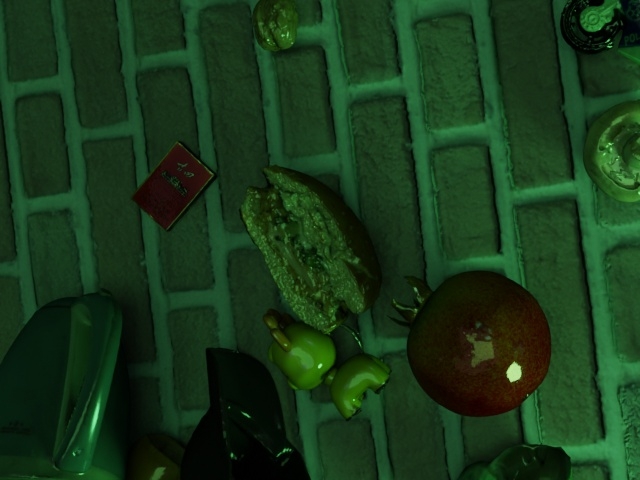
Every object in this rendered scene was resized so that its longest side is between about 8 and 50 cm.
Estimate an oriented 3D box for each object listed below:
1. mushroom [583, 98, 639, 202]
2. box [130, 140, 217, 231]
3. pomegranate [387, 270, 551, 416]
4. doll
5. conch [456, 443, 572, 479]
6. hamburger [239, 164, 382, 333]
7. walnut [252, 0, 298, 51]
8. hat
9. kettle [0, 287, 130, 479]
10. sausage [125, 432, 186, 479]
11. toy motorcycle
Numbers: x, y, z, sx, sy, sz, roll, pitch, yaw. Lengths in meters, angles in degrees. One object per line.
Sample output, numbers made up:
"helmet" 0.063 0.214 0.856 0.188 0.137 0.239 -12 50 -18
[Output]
"mushroom" 0.469 -0.133 1.575 0.154 0.122 0.154 1 95 7
"box" -0.250 -0.092 1.798 0.090 0.023 0.133 44 101 7
"pomegranate" 0.222 0.144 1.592 0.257 0.221 0.221 34 99 13
"doll" -0.004 0.186 1.692 0.221 0.143 0.135 40 102 2
"conch" 0.289 0.398 1.632 0.188 0.122 0.176 6 72 11
"hamburger" 0.000 0.000 1.674 0.144 0.156 0.283 -38 76 31
"walnut" -0.073 -0.358 1.721 0.079 0.082 0.096 -9 81 43
"hat" -0.161 0.350 1.697 0.209 0.238 0.336 -31 69 21
"kettle" -0.402 0.242 1.701 0.319 0.247 0.342 -31 46 49
"sausage" -0.327 0.498 1.782 0.134 0.116 0.354 31 100 24
"toy motorcycle" 0.531 -0.323 1.559 0.331 0.125 0.196 26 98 16
